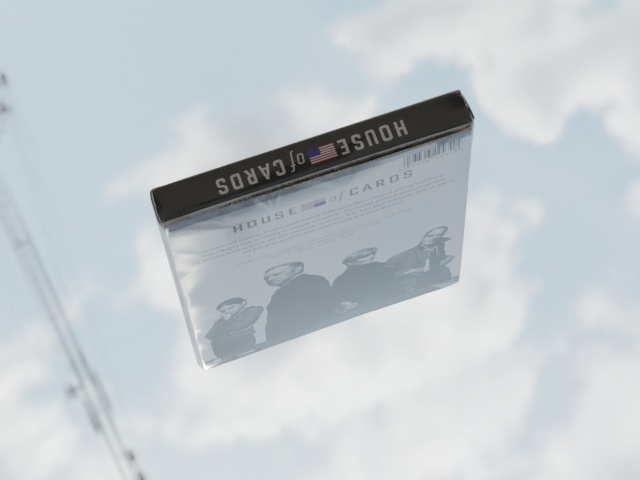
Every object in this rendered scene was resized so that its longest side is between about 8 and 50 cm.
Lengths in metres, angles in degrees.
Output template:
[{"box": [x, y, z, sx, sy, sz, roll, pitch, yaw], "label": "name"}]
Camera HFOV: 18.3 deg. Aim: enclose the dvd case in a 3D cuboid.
[{"box": [0.000, 0.000, 1.165, 0.179, 0.238, 0.029, -18, -112, -6], "label": "dvd case"}]
